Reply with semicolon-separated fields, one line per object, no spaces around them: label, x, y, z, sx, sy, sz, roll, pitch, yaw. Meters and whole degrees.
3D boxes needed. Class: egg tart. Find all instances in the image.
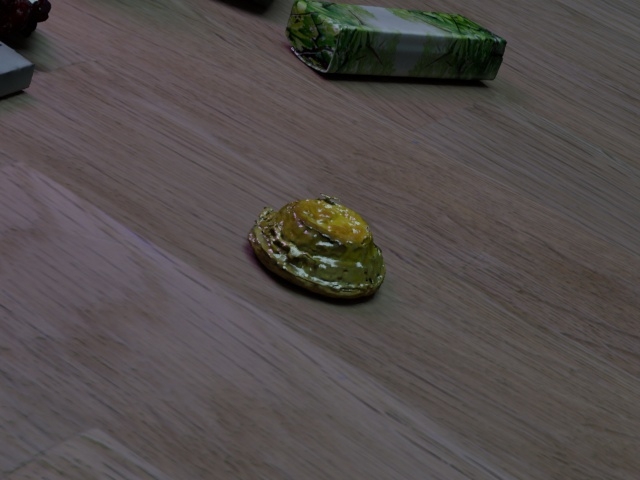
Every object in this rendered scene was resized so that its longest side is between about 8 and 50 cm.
egg tart;0.000;0.000;1.417;0.130;0.052;0.130;16;29;-9

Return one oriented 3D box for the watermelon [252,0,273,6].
watermelon;-0.152;-0.355;1.974;0.241;0.094;0.154;17;36;-8

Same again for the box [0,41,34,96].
box;-0.354;-0.158;1.468;0.115;0.036;0.177;30;26;15

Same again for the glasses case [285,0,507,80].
glasses case;0.091;-0.233;1.930;0.272;0.062;0.095;-1;28;-40

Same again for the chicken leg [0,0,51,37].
chicken leg;-0.430;-0.320;1.665;0.407;0.096;0.158;35;24;30
